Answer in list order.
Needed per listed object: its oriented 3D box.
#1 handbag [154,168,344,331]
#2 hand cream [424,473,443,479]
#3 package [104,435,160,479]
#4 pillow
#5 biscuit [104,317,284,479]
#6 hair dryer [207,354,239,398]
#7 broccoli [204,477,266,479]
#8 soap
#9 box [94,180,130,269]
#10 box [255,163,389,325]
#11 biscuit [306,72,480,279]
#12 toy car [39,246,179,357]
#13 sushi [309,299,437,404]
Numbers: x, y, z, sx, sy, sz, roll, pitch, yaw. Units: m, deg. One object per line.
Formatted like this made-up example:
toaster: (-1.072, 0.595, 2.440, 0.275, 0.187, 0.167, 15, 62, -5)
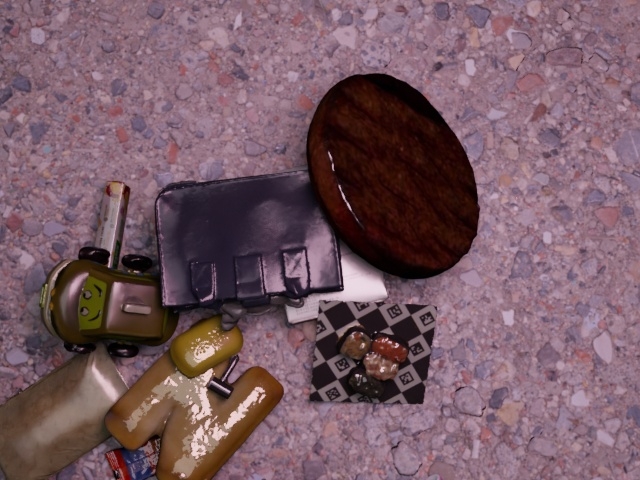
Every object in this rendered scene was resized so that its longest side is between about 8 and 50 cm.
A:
handbag: (-0.126, 0.021, 1.298, 0.326, 0.118, 0.269, -6, 76, 2)
hand cream: (0.260, 0.538, 1.380, 0.076, 0.047, 0.174, -36, 93, -5)
package: (-0.317, 0.418, 1.397, 0.200, 0.022, 0.083, -22, 83, -2)
pillow: (-0.511, 0.345, 1.377, 0.302, 0.075, 0.185, -33, 86, -7)
biscuit: (-0.238, 0.318, 1.364, 0.237, 0.062, 0.291, 44, 70, 6)
hair dryer: (-0.175, 0.255, 1.353, 0.047, 0.026, 0.083, 31, 62, -2)
broccoli: (-0.114, 0.592, 1.167, 0.353, 0.397, 0.275, -34, 117, 0)
soap: (-0.215, 0.197, 1.351, 0.140, 0.045, 0.089, -29, 80, -24)
box: (-0.423, -0.016, 1.434, 0.041, 0.050, 0.207, 8, 83, 2)
box: (0.000, 0.000, 1.408, 0.200, 0.106, 0.299, -14, 82, -2)
biscuit: (0.139, -0.119, 1.329, 0.407, 0.091, 0.407, 20, 57, -35)
toy car: (-0.373, 0.118, 1.310, 0.248, 0.198, 0.204, 11, 83, -30)
sushi: (0.103, 0.227, 1.353, 0.231, 0.047, 0.219, 3, 109, -7)
